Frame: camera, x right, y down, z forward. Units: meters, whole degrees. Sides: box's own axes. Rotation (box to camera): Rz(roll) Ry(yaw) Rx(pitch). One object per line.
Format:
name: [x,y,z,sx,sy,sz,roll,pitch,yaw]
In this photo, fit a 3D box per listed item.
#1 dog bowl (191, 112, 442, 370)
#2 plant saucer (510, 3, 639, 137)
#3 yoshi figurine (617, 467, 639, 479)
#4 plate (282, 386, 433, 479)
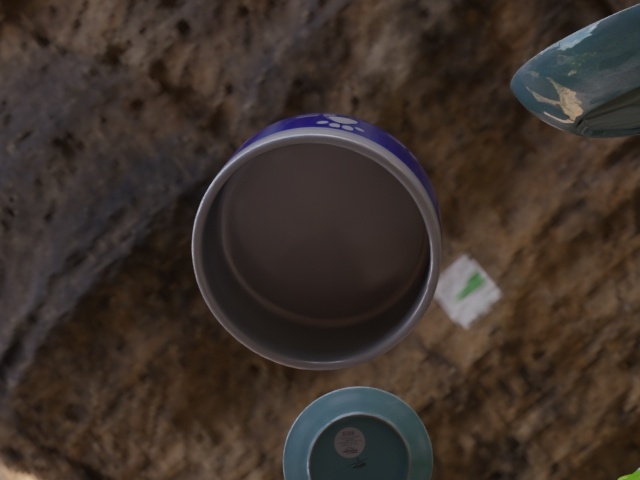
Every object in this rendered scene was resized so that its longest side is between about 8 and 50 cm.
dog bowl: [0.000,0.000,1.466,0.265,0.265,0.104,-42,10,18]
plant saucer: [0.288,-0.125,0.921,0.317,0.044,0.317,-12,-7,-1]
yoshi figurine: [0.492,0.357,1.719,0.203,0.204,0.362,-29,-21,19]
plate: [0.047,0.275,1.677,0.188,0.188,0.024,-38,5,-1]
